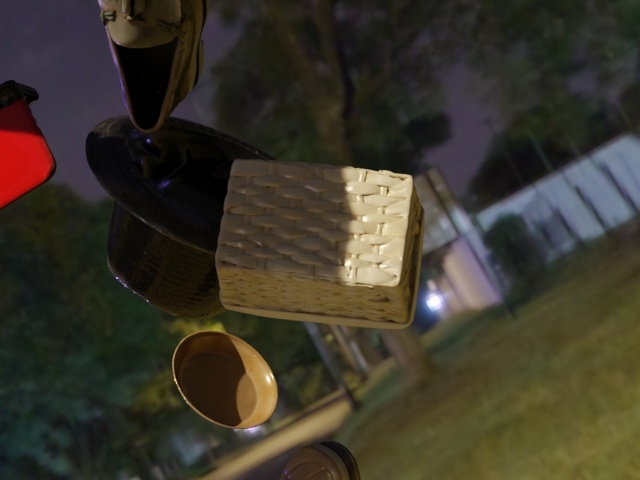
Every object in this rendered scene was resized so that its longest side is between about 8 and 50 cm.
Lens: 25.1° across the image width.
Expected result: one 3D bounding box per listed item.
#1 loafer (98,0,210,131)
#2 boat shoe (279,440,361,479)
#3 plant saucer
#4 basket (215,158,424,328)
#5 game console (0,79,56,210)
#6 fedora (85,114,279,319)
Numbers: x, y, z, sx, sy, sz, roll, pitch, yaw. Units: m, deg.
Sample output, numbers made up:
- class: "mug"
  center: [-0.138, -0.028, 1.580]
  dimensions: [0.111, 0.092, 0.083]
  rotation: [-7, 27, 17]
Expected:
- class: "loafer"
  center: [-0.156, -0.193, 1.335]
  dimensions: [0.267, 0.096, 0.084]
  rotation: [87, -160, -64]
- class: "boat shoe"
  center: [0.016, 0.324, 1.611]
  dimensions: [0.092, 0.103, 0.285]
  rotation: [-28, -46, -34]
- class: "plant saucer"
  center: [-0.070, 0.102, 1.025]
  dimensions: [0.083, 0.083, 0.015]
  rotation: [-20, -24, -46]
- class: "basket"
  center: [0.000, 0.000, 1.190]
  dimensions: [0.167, 0.113, 0.103]
  rotation: [6, -21, 6]
- class: "game console"
  center: [-0.266, -0.048, 1.079]
  dimensions: [0.144, 0.085, 0.124]
  rotation: [-31, 1, 2]
- class: "fedora"
  center: [-0.143, -0.013, 1.645]
  dimensions: [0.334, 0.334, 0.152]
  rotation: [-13, -44, -61]
